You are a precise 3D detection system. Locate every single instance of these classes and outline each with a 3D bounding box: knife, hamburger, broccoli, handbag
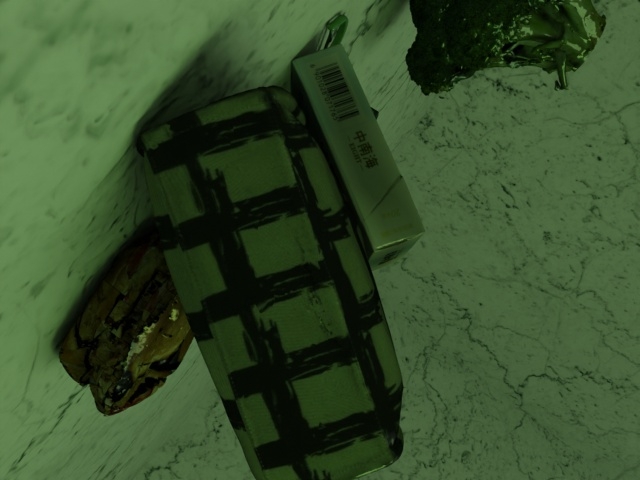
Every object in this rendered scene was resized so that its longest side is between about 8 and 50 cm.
[{"bbox_3d":[0.000,-0.218,0.845,0.054,0.015,0.212,-52,175,-29],"label":"knife"},{"bbox_3d":[-0.193,0.083,0.720,0.231,0.106,0.231,-53,172,-11],"label":"hamburger"},{"bbox_3d":[0.260,-0.332,0.913,0.304,0.283,0.321,-63,-168,10],"label":"broccoli"},{"bbox_3d":[-0.029,0.036,0.655,0.162,0.325,0.327,-19,-177,4],"label":"handbag"}]

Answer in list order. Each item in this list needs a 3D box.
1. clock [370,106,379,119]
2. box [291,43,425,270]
[{"bbox_3d":[0.038,-0.185,1.305,0.215,0.042,0.215,-52,175,-6],"label":"clock"},{"bbox_3d":[0.038,-0.090,0.778,0.067,0.243,0.155,-22,171,-6],"label":"box"}]
